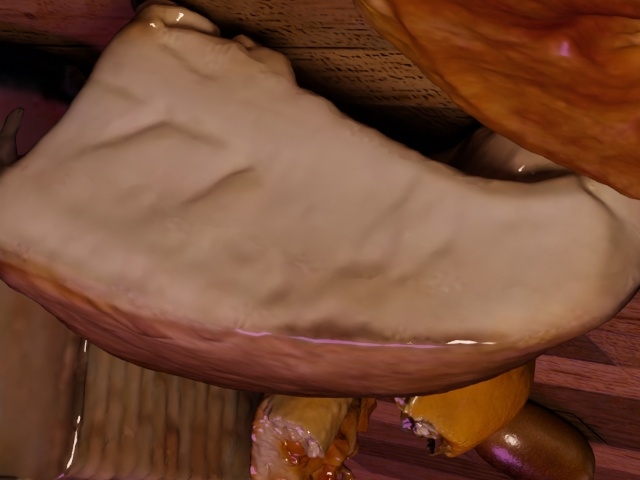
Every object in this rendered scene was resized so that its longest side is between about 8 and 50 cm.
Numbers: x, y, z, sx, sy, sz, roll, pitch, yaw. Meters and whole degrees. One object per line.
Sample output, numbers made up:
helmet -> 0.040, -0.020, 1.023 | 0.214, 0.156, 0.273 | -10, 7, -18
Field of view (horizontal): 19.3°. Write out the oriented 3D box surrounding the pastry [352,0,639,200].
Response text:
pastry -> 0.144, -0.123, 0.695 | 0.356, 0.164, 0.356 | 25, 167, 6

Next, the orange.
orange -> 0.106, 0.089, 1.423 | 0.112, 0.160, 0.170 | -6, -162, 8

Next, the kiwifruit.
kiwifruit -> 0.188, 0.182, 1.667 | 0.124, 0.075, 0.075 | 28, 162, -16

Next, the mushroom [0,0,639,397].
mushroom -> 0.027, 0.024, 1.199 | 0.397, 0.224, 0.313 | 15, 157, 27

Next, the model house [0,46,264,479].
model house -> -0.261, 0.063, 1.568 | 0.445, 0.395, 0.400 | -5, 165, 27

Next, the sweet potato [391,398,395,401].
sweet potato -> 0.100, 0.123, 1.651 | 0.057, 0.057, 0.264 | 32, 165, -18

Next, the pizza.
pizza -> 0.013, 0.123, 1.484 | 0.074, 0.182, 0.365 | 19, -175, 8
